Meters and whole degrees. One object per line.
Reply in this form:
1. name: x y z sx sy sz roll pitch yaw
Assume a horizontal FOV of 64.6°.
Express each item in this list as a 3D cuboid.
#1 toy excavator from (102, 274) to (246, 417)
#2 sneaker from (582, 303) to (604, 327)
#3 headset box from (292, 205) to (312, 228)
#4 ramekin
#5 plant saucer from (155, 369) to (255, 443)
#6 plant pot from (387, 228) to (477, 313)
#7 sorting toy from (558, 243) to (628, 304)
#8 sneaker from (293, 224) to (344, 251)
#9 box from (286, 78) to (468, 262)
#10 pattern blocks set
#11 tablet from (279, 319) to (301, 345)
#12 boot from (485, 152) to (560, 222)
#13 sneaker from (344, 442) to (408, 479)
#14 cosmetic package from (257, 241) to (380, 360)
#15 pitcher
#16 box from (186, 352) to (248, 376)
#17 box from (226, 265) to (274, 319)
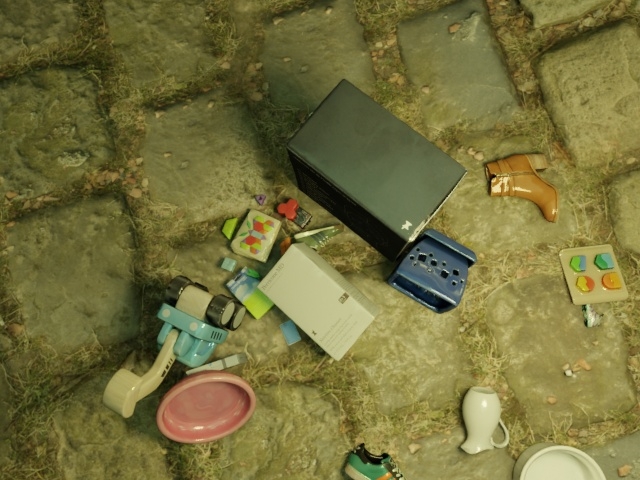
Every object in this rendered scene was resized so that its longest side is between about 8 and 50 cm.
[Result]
1. toy excavator: -0.475 0.352 1.673 0.223 0.433 0.444 22 79 13
2. sneaker: 0.975 0.258 1.803 0.069 0.038 0.098 -3 89 0
3. headset box: -0.075 -0.088 1.925 0.083 0.032 0.062 36 85 10
4. ramekin: 0.782 0.809 1.679 0.278 0.135 0.276 0 82 3
5. plant saucer: -0.393 0.561 1.741 0.332 0.332 0.084 -29 40 -1
6. plant pot: 0.394 0.101 1.771 0.236 0.236 0.212 30 78 7
7. sorting toy: 0.974 0.118 1.805 0.193 0.038 0.208 -6 69 3
8. sneaker: 0.000 0.000 1.895 0.192 0.064 0.086 -12 86 4
9. box: 0.171 -0.203 1.705 0.480 0.472 0.297 39 86 8
10. pattern blocks set: -0.237 -0.020 1.899 0.286 0.026 0.324 9 75 16
11. tablet: -0.112 0.340 1.875 0.054 0.006 0.083 -25 80 0
12. boot: 0.734 -0.183 1.847 0.221 0.109 0.283 -9 79 1
13. sneaker: 0.238 0.808 1.728 0.303 0.108 0.120 27 88 9
14. cosmetic package: -0.005 0.205 1.792 0.385 0.156 0.217 39 102 8
15. pitcher: 0.573 0.615 1.741 0.178 0.125 0.206 3 92 -16
16. box: -0.364 0.449 1.805 0.186 0.145 0.038 -20 78 1
17. box: -0.252 0.196 1.887 0.109 0.042 0.178 -44 80 -4
